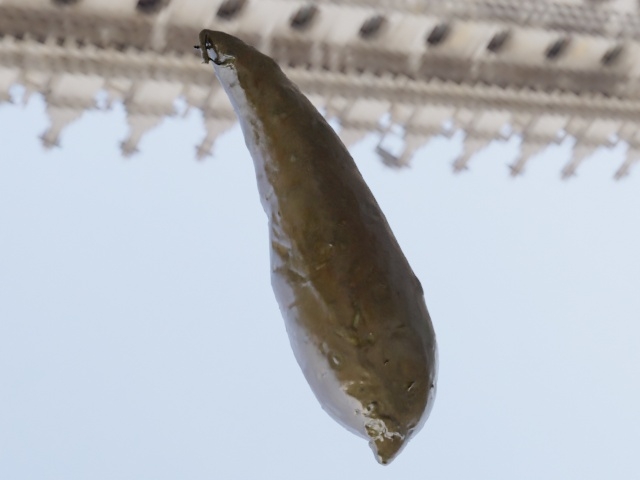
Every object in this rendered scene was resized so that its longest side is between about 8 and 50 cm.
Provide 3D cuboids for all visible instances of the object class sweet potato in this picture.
[{"bbox_3d":[0.003,-0.002,1.455,0.130,0.130,0.423,-6,-111,-41],"label":"sweet potato"}]
